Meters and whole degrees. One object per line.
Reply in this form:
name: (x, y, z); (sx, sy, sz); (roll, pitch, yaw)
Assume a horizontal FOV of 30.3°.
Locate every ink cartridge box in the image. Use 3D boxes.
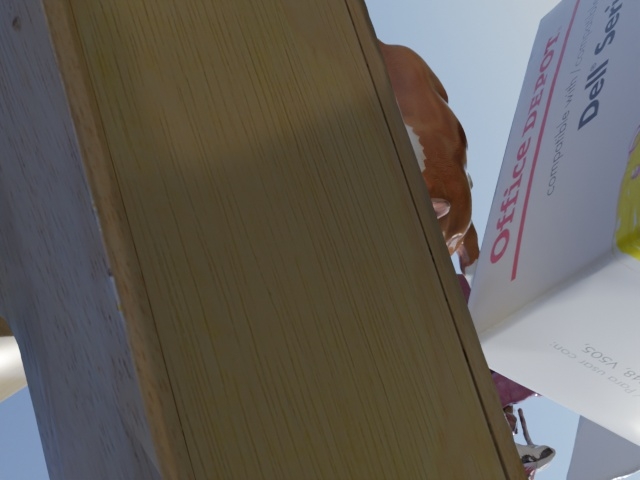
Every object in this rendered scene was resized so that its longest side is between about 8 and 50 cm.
ink cartridge box: (0.172, -0.049, 0.462); (0.119, 0.353, 0.207); (28, -125, -12)

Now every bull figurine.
bull figurine: (0.073, -0.038, 0.939); (0.310, 0.101, 0.188); (-87, -22, -50)

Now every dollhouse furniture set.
dollhouse furniture set: (-0.138, 0.073, 0.498); (0.362, 0.394, 0.256); (1, -115, -47)

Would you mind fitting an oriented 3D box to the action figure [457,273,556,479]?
action figure: (0.169, 0.157, 1.365); (0.276, 0.248, 0.370); (24, -157, -16)
